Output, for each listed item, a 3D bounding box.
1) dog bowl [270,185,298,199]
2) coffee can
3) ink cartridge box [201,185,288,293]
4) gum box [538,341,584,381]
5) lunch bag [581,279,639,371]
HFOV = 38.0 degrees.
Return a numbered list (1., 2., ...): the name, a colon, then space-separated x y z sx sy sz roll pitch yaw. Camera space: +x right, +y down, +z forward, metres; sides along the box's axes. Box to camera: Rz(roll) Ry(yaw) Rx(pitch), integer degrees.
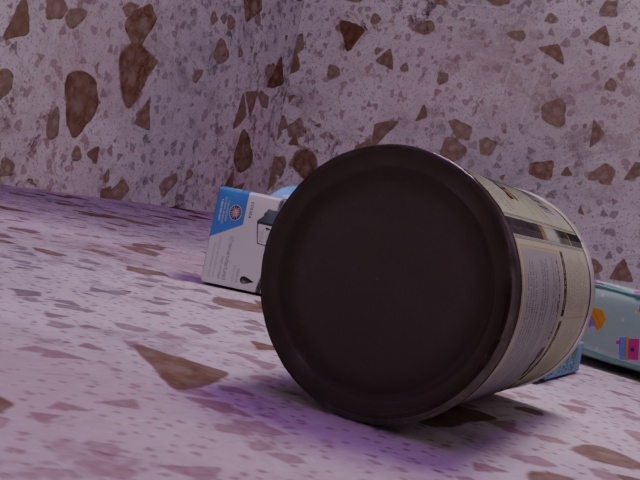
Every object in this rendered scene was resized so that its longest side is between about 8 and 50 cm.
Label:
1. dog bowl: 0.000 0.000 1.684 0.074 0.166 0.297 29 13 40
2. coffee can: 0.105 0.039 0.786 0.201 0.202 0.275 13 3 28
3. ink cartridge box: -0.061 0.009 1.334 0.190 0.140 0.082 11 2 4
4. gum box: 0.217 0.126 1.124 0.156 0.041 0.184 13 4 30
5. lunch bag: 0.479 0.136 1.294 0.279 0.108 0.224 16 0 44
